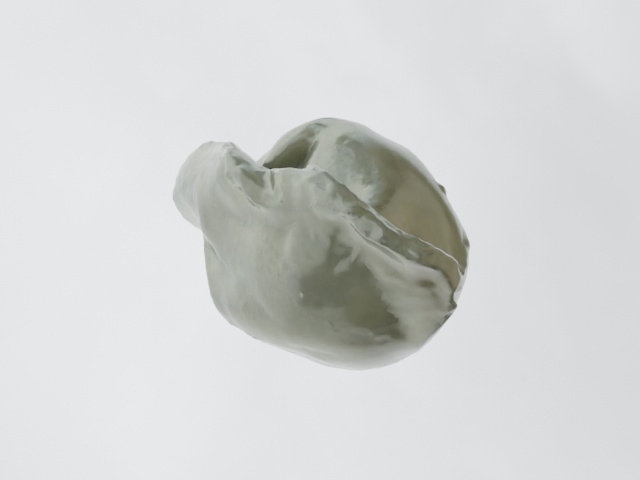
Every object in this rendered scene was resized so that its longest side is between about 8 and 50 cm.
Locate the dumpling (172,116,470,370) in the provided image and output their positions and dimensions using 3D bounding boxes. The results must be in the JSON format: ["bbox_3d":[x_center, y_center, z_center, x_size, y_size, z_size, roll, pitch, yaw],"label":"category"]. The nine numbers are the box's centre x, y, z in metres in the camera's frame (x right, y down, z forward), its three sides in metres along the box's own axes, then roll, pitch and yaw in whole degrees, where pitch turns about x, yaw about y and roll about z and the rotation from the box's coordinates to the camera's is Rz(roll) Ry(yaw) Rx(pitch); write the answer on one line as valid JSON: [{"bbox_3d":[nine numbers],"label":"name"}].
[{"bbox_3d":[0.000,0.000,0.885,0.162,0.250,0.132,26,-96,-15],"label":"dumpling"}]
